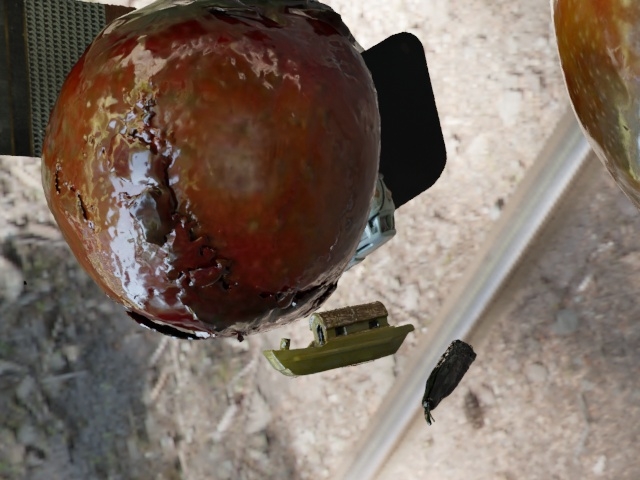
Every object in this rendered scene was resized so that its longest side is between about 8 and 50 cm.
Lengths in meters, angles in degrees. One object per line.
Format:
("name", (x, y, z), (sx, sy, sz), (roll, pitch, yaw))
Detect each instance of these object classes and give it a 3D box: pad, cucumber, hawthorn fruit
("pad", (-0.244, -0.088, 1.067), (0.055, 0.250, 0.323), (-49, 49, 47))
("cucumber", (0.153, 0.176, 1.444), (0.043, 0.163, 0.039), (43, 126, 4))
("hawthorn fruit", (-0.084, -0.073, 0.965), (0.316, 0.316, 0.315), (13, 107, 50))
("pad", (-0.014, -0.068, 1.438), (0.063, 0.375, 0.314), (42, 157, 46))

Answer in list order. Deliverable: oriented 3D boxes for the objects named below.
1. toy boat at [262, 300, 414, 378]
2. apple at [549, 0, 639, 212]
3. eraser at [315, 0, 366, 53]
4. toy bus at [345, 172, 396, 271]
("toy boat", (0.025, 0.140, 1.641), (0.068, 0.226, 0.088), (-19, 81, 64))
("apple", (0.202, -0.097, 0.468), (0.230, 0.230, 0.229), (13, 107, 50))
("eraser", (0.035, -0.213, 1.689), (0.270, 0.095, 0.174), (48, 153, 9))
("toy bus", (0.000, 0.000, 1.289), (0.194, 0.087, 0.089), (-31, 81, 17))
